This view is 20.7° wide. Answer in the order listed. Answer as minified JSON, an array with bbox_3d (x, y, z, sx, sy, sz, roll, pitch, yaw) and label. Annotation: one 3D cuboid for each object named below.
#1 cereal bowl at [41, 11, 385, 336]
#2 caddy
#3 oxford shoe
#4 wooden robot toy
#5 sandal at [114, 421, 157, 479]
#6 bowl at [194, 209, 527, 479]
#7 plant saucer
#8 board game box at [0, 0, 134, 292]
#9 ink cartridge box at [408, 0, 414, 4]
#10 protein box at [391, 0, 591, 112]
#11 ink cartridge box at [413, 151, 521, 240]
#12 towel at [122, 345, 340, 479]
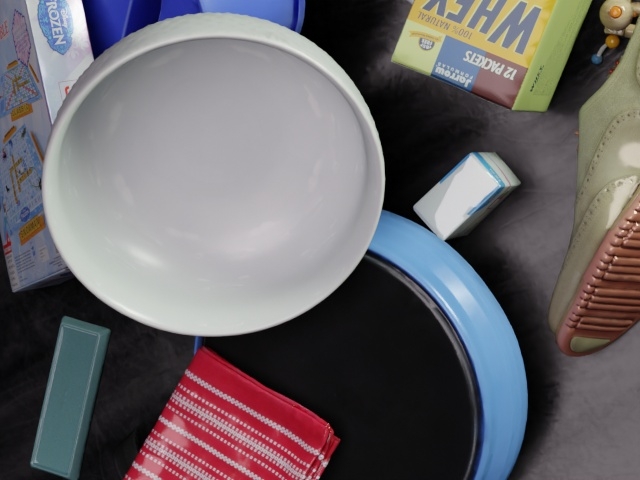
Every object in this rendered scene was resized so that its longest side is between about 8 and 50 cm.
[{"bbox_3d":[-0.105,-0.079,1.758,0.338,0.141,0.339,-1,120,-1],"label":"cereal bowl"},{"bbox_3d":[-0.141,-0.253,1.911,0.241,0.179,0.341,44,143,17],"label":"caddy"},{"bbox_3d":[0.329,-0.067,1.847,0.146,0.140,0.397,38,110,40],"label":"oxford shoe"},{"bbox_3d":[0.328,-0.246,1.855,0.076,0.079,0.173,11,95,18],"label":"wooden robot toy"},{"bbox_3d":[-0.069,0.377,1.952,0.107,0.167,0.446,-41,78,19],"label":"sandal"},{"bbox_3d":[0.032,0.159,1.903,0.391,0.077,0.391,10,109,29],"label":"bowl"},{"bbox_3d":[-0.304,0.191,2.110,0.067,0.018,0.192,15,95,18],"label":"plant saucer"},{"bbox_3d":[-0.314,-0.115,1.973,0.065,0.318,0.318,-11,88,-24],"label":"board game box"},{"bbox_3d":[0.185,-0.322,1.919,0.206,0.045,0.208,45,105,11],"label":"ink cartridge box"},{"bbox_3d":[0.190,-0.247,1.792,0.136,0.201,0.200,24,100,14],"label":"protein box"},{"bbox_3d":[0.160,-0.049,1.893,0.088,0.122,0.052,-44,82,15],"label":"ink cartridge box"},{"bbox_3d":[-0.121,0.274,1.899,0.199,0.031,0.275,31,93,24],"label":"towel"}]
